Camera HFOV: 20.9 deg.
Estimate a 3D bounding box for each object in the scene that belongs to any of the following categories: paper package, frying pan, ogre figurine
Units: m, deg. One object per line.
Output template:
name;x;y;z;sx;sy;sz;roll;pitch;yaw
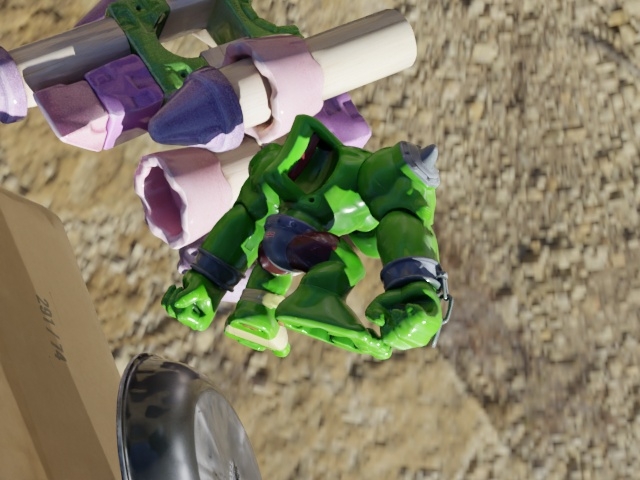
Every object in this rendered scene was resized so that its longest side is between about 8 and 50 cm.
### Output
paper package;-0.286;0.112;1.320;0.168;0.309;0.325;-28;69;14
frying pan;-0.056;0.221;1.145;0.053;0.197;0.326;-18;109;13
ogre figurine;0.000;0.000;0.958;0.097;0.197;0.118;25;74;-21

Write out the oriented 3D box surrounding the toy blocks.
toy blocks;-0.141;-0.108;1.197;0.288;0.260;0.309;56;150;18
